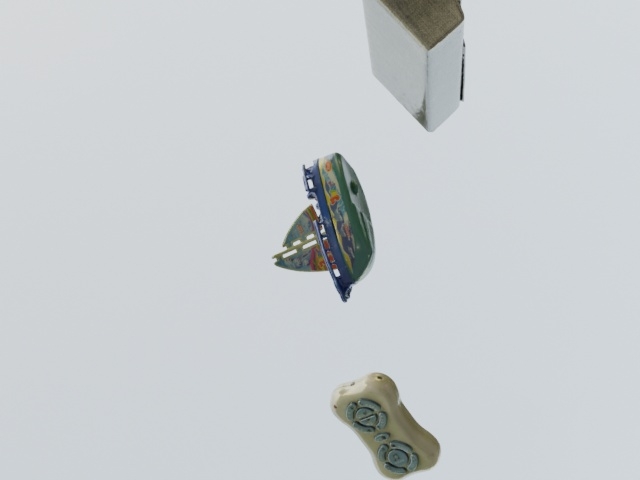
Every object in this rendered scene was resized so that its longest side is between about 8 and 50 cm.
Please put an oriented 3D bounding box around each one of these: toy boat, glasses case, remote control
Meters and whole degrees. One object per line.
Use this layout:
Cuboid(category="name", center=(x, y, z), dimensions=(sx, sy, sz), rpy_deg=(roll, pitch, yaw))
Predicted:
Cuboid(category="toy boat", center=(0.000, 0.000, 1.561), dimensions=(0.110, 0.175, 0.091), rpy_deg=(-25, -40, 15))
Cuboid(category="glasses case", center=(0.070, -0.140, 1.062), dimensions=(0.047, 0.205, 0.071), rpy_deg=(-41, -101, -4))
Cuboid(category="remote control", center=(0.065, 0.186, 1.489), dimensions=(0.122, 0.074, 0.032), rpy_deg=(53, -147, -18))
